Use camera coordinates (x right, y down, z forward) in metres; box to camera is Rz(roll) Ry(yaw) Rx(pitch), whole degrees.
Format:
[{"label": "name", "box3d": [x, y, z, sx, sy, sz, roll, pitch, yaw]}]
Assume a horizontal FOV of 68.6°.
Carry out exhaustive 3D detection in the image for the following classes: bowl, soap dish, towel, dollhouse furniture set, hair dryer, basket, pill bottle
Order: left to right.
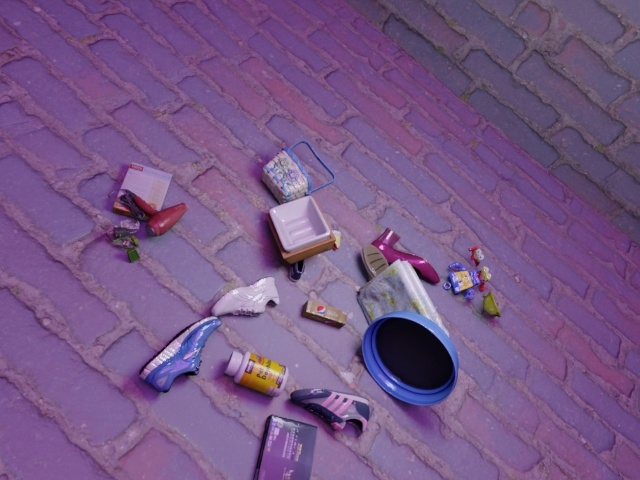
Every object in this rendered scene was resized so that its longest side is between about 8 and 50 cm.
[{"label": "dollhouse furniture set", "box3d": [-0.748, 0.012, 1.801, 0.076, 0.058, 0.152, -33, 59, -28]}, {"label": "hair dryer", "box3d": [-0.663, -0.118, 1.825, 0.294, 0.080, 0.223, 0, 64, -28]}, {"label": "pill bottle", "box3d": [-0.232, 0.477, 1.696, 0.215, 0.117, 0.117, 24, 54, -10]}, {"label": "basket", "box3d": [-0.107, -0.311, 2.175, 0.289, 0.201, 0.254, -35, 78, -26]}, {"label": "soap dish", "box3d": [-0.085, -0.045, 1.996, 0.229, 0.118, 0.291, -20, 47, -7]}, {"label": "towel", "box3d": [0.321, 0.302, 1.930, 0.090, 0.320, 0.374, -11, 66, -38]}, {"label": "bowl", "box3d": [0.347, 0.450, 1.816, 0.391, 0.391, 0.077, 48, 40, 8]}]

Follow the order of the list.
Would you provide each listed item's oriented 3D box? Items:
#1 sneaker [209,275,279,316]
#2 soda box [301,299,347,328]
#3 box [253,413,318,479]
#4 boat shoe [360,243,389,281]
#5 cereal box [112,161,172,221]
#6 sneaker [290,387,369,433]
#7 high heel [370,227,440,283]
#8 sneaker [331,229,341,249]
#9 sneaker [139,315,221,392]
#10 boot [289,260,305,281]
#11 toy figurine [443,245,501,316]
[{"label": "sneaker", "box3d": [-0.285, 0.239, 1.827, 0.297, 0.111, 0.129, -20, 77, -31]}, {"label": "soda box", "box3d": [0.016, 0.306, 1.948, 0.181, 0.061, 0.058, 21, 55, -12]}, {"label": "box", "box3d": [-0.117, 0.744, 1.625, 0.183, 0.059, 0.232, 22, 55, -13]}, {"label": "boat shoe", "box3d": [0.262, 0.164, 2.119, 0.113, 0.103, 0.302, -17, 70, -32]}, {"label": "cereal box", "box3d": [-0.724, -0.197, 1.921, 0.173, 0.047, 0.240, 18, 55, -16]}, {"label": "sneaker", "box3d": [0.039, 0.630, 1.733, 0.319, 0.112, 0.131, 14, 54, -15]}, {"label": "high heel", "box3d": [0.391, 0.121, 2.234, 0.377, 0.127, 0.181, 41, 85, -5]}, {"label": "sneaker", "box3d": [0.000, 0.000, 2.117, 0.209, 0.081, 0.094, 3, 71, -18]}, {"label": "sneaker", "box3d": [-0.467, 0.398, 1.653, 0.147, 0.130, 0.330, 51, 56, -8]}, {"label": "boot", "box3d": [-0.090, 0.079, 2.020, 0.069, 0.086, 0.190, 12, 57, -18]}, {"label": "toy figurine", "box3d": [0.714, 0.229, 2.300, 0.217, 0.191, 0.362, -15, 73, 2]}]
